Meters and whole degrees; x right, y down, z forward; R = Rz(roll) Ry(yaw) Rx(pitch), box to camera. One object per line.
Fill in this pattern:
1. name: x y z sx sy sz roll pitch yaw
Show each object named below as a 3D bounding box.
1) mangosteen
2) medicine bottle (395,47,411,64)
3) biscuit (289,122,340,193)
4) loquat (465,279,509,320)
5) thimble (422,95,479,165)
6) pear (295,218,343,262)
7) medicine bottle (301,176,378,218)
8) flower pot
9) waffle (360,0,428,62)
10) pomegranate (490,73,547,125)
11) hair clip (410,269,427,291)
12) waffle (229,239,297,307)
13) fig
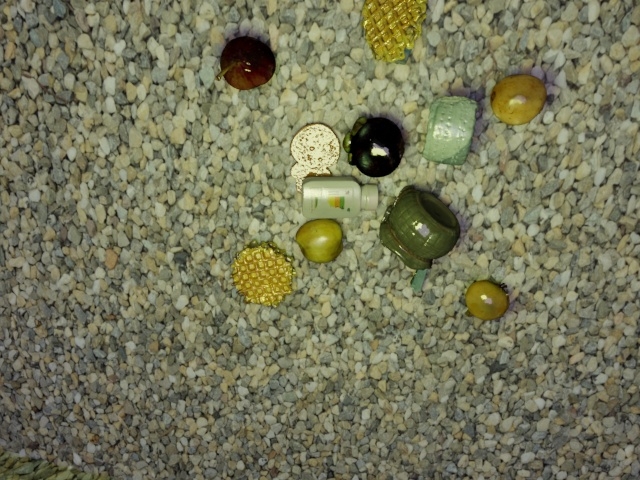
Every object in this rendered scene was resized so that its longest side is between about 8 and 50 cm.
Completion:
1. mangosteen: 0.198 -0.349 1.717 0.242 0.243 0.243 2 108 6
2. medicine bottle: 0.303 -0.739 1.636 0.083 0.083 0.203 19 108 1
3. biscuit: -0.026 -0.320 1.834 0.201 0.044 0.289 6 111 0
4. loquat: 0.673 0.248 1.880 0.172 0.149 0.204 36 120 -10
5. thimble: 0.464 -0.400 1.663 0.171 0.205 0.250 13 126 9
6. pear: 0.000 0.000 1.860 0.199 0.200 0.200 2 108 6
7. medicine bottle: 0.074 -0.168 1.813 0.296 0.111 0.161 0 118 -5
8. flower pot: 0.376 -0.053 1.755 0.301 0.302 0.213 36 122 -5
9. waffle: 0.246 -0.761 1.592 0.262 0.060 0.281 27 105 36
10. pomegranate: 0.704 -0.492 1.619 0.196 0.196 0.196 2 108 6
11. hair clip: 0.439 0.077 1.903 0.048 0.083 0.275 21 102 5
12. waffle: -0.244 0.143 2.004 0.328 0.062 0.330 2 107 8
13. fig: -0.273 -0.646 1.650 0.203 0.249 0.187 0 98 6
